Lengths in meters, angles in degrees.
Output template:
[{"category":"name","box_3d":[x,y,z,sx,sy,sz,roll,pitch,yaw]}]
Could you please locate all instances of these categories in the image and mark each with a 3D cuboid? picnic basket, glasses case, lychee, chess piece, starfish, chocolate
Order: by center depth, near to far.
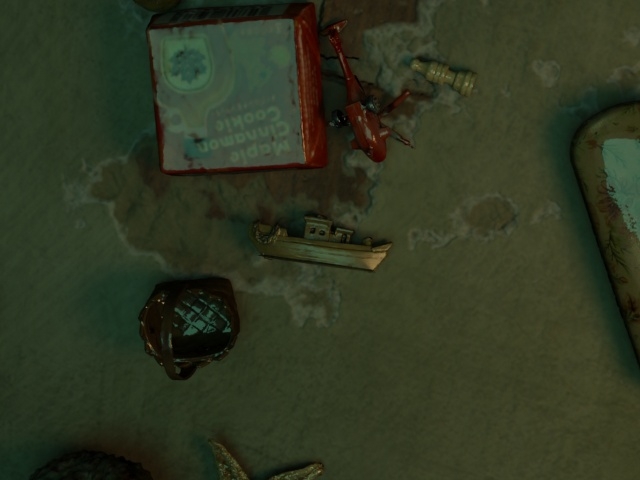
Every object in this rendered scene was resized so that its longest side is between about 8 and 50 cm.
[{"category":"glasses case","box_3d":[0.462,0.019,1.502,0.156,0.098,0.425,-19,99,8]},{"category":"chess piece","box_3d":[0.165,-0.227,1.522,0.092,0.035,0.035,21,104,6]},{"category":"chocolate","box_3d":[-0.117,-0.200,1.526,0.237,0.108,0.235,-2,103,6]},{"category":"picnic basket","box_3d":[-0.188,0.123,1.566,0.137,0.178,0.128,-6,102,8]},{"category":"lychee","box_3d":[-0.337,0.442,1.635,0.255,0.255,0.274,-11,132,9]},{"category":"starfish","box_3d":[-0.078,0.430,1.687,0.231,0.048,0.295,-5,102,8]}]

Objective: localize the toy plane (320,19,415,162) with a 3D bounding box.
[{"category":"toy plane","box_3d":[0.056,-0.203,1.519,0.126,0.077,0.194,1,102,21]}]

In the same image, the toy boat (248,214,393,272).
[{"category":"toy boat","box_3d":[0.000,0.000,1.579,0.206,0.064,0.072,7,85,4]}]

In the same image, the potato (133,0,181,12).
[{"category":"potato","box_3d":[-0.241,-0.375,1.521,0.091,0.070,0.138,-43,95,-2]}]
